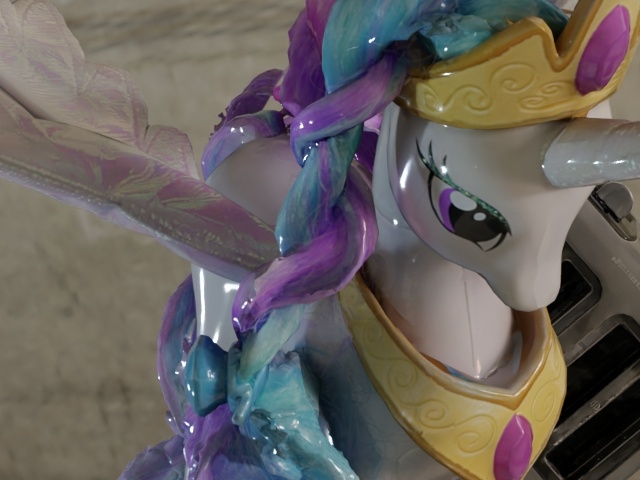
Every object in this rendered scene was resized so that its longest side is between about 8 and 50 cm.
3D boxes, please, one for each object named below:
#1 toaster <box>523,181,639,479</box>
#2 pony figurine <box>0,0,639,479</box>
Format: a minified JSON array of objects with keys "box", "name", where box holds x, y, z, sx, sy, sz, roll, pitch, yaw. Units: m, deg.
[{"box":[0.123,0.055,1.019,0.186,0.168,0.110,-40,-179,8],"name":"toaster"},{"box":[0.000,0.000,0.637,0.303,0.363,0.351,-17,-139,-25],"name":"pony figurine"}]
